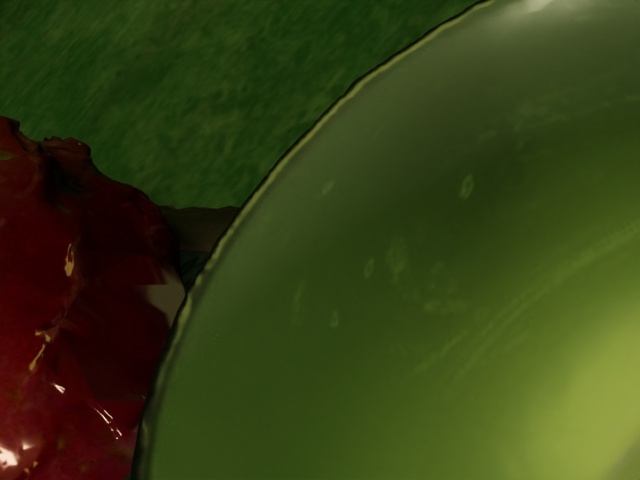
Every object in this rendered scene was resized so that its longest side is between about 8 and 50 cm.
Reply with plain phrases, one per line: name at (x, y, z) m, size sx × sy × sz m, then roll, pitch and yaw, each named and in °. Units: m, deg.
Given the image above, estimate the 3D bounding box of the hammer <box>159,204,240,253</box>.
hammer at (0.001, 0.000, 0.987) m, size 0.297 × 0.027 × 0.125 m, roll 7°, pitch 59°, yaw 42°

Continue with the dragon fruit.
dragon fruit at (-0.160, 0.036, 0.992) m, size 0.189 × 0.163 × 0.261 m, roll 2°, pitch 60°, yaw 13°

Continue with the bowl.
bowl at (0.128, 0.081, 0.692) m, size 0.354 × 0.185 × 0.354 m, roll -22°, pitch 45°, yaw 24°
